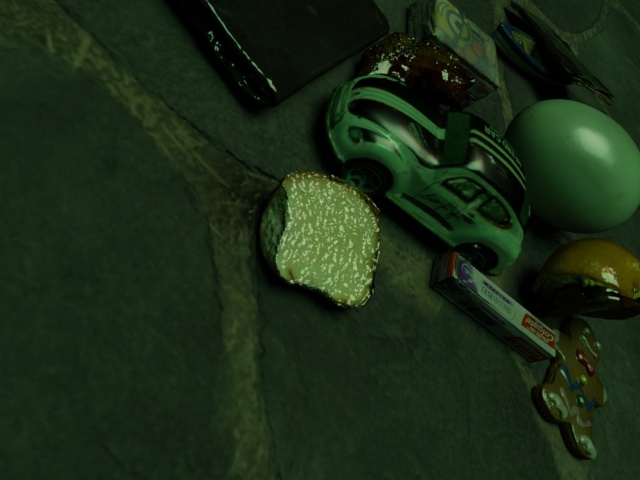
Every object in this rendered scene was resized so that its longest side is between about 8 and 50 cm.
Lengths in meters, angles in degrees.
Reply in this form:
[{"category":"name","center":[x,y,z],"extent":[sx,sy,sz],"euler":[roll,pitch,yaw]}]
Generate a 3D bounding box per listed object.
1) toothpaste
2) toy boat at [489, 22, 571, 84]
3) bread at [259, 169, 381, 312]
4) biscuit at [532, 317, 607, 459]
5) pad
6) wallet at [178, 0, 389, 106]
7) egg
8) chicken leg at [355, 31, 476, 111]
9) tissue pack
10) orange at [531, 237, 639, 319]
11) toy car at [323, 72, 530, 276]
[{"category":"toothpaste","center":[0.213,0.082,0.746],"extent":[0.196,0.040,0.047],"euler":[36,50,-24]},{"category":"toy boat","center":[0.379,-0.335,1.116],"extent":[0.229,0.046,0.080],"euler":[12,61,-38]},{"category":"bread","center":[0.000,0.000,0.594],"extent":[0.129,0.044,0.126],"euler":[25,60,-34]},{"category":"biscuit","center":[0.343,0.178,0.822],"extent":[0.138,0.031,0.205],"euler":[51,43,-9]},{"category":"pad","center":[0.464,-0.358,1.172],"extent":[0.174,0.022,0.232],"euler":[10,46,-40]},{"category":"wallet","center":[-0.029,-0.272,0.712],"extent":[0.170,0.044,0.321],"euler":[53,41,-9]},{"category":"egg","center":[0.363,-0.106,0.890],"extent":[0.231,0.168,0.168],"euler":[36,48,-19]},{"category":"chicken leg","center":[0.131,-0.220,0.818],"extent":[0.234,0.063,0.105],"euler":[9,58,-37]},{"category":"tissue pack","center":[0.200,-0.290,0.918],"extent":[0.148,0.060,0.108],"euler":[27,54,-29]},{"category":"orange","center":[0.363,0.053,0.822],"extent":[0.170,0.160,0.112],"euler":[33,57,-84]},{"category":"toy car","center":[0.146,-0.084,0.713],"extent":[0.306,0.125,0.136],"euler":[36,49,-25]}]
